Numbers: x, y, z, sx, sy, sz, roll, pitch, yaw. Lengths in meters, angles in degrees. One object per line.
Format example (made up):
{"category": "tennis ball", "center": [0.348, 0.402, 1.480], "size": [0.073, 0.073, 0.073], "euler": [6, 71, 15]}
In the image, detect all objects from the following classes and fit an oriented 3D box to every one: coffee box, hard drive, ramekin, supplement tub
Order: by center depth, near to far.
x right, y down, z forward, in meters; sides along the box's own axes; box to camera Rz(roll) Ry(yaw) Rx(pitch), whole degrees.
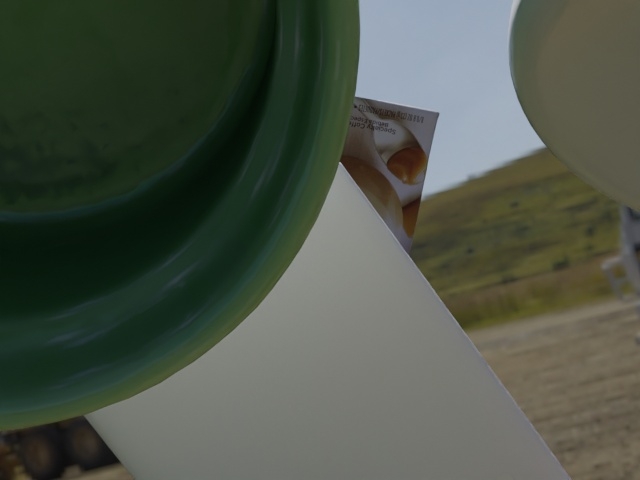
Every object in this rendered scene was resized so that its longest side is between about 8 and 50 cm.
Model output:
{"category": "ramekin", "center": [-0.136, -0.094, 0.527], "size": [0.303, 0.303, 0.148], "euler": [-14, 20, 8]}
{"category": "supplement tub", "center": [0.164, -0.119, 0.531], "size": [0.144, 0.144, 0.199], "euler": [-18, 35, 43]}
{"category": "hard drive", "center": [0.019, 0.141, 0.844], "size": [0.210, 0.318, 0.040], "euler": [-37, 9, -1]}
{"category": "coffee box", "center": [0.000, 0.000, 1.145], "size": [0.141, 0.246, 0.098], "euler": [9, 6, -12]}
